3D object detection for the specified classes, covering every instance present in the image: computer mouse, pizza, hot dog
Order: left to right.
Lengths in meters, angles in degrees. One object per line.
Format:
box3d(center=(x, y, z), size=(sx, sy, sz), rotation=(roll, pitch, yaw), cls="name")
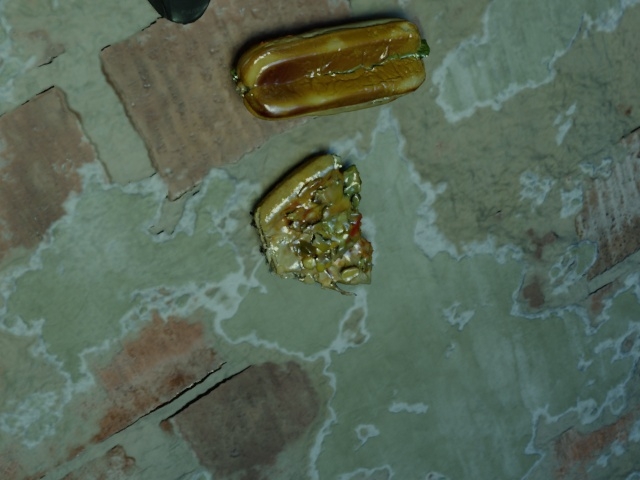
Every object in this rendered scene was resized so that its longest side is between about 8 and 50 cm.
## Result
box3d(center=(-0.144, -0.288, 1.273), size=(0.079, 0.047, 0.135), rotation=(-16, 123, -22), cls="computer mouse")
box3d(center=(0.000, 0.000, 1.523), size=(0.147, 0.069, 0.226), rotation=(-27, 129, -16), cls="pizza")
box3d(center=(0.018, -0.199, 1.410), size=(0.250, 0.076, 0.104), rotation=(-17, 106, -25), cls="hot dog")
